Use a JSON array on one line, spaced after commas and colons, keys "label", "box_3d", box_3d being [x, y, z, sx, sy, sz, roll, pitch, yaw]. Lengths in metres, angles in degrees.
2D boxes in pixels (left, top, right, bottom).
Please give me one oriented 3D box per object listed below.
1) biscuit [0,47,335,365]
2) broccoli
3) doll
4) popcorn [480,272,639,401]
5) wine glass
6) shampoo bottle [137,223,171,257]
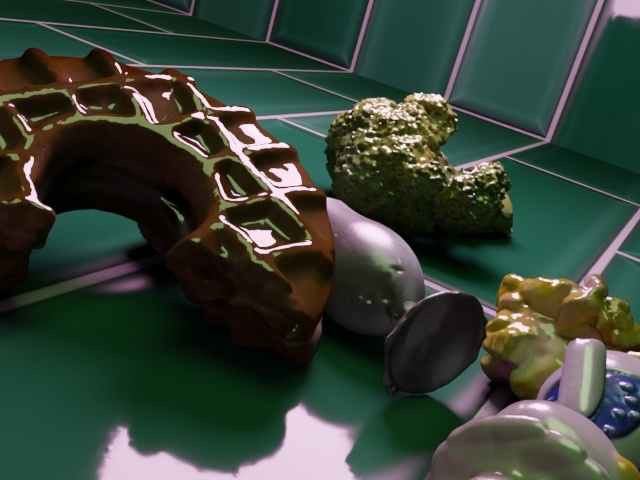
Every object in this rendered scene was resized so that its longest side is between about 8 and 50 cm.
[{"label": "biscuit", "box_3d": [-0.163, -0.039, 0.623, 0.366, 0.115, 0.268, 15, 42, -17]}, {"label": "broccoli", "box_3d": [0.158, -0.098, 1.031, 0.301, 0.186, 0.254, 8, 10, -5]}, {"label": "doll", "box_3d": [0.158, 0.137, 0.475, 0.119, 0.138, 0.293, -5, 3, 38]}, {"label": "popcorn", "box_3d": [0.211, 0.093, 0.663, 0.145, 0.126, 0.125, 10, -13, 33]}, {"label": "wine glass", "box_3d": [0.045, 0.041, 0.692, 0.103, 0.103, 0.222, 5, 22, -30]}, {"label": "shampoo bottle", "box_3d": [-0.093, -0.029, 0.829, 0.086, 0.056, 0.227, 29, 22, 17]}]
